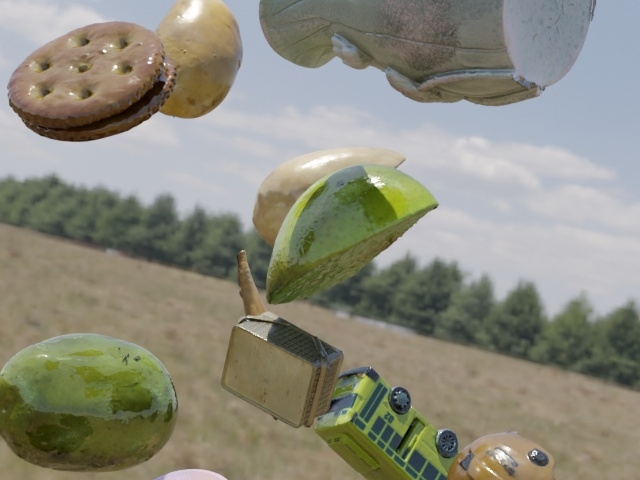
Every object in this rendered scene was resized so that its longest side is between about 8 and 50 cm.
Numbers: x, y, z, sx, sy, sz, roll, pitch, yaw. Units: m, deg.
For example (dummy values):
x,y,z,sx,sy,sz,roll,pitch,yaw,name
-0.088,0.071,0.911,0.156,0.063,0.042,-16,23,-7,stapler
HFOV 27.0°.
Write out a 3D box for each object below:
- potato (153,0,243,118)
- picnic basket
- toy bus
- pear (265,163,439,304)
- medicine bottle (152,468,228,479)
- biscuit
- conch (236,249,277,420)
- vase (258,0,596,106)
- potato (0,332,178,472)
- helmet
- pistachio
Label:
x,y,z,sx,sy,sz,roll,pitch,yaw,name
-0.202,-0.300,2.187,0.146,0.234,0.150,17,-30,14,potato
-0.056,0.186,1.931,0.164,0.115,0.079,27,26,26,picnic basket
0.119,0.356,2.356,0.262,0.150,0.128,43,-32,-15,toy bus
-0.001,-0.004,1.926,0.239,0.139,0.288,-34,-5,-33,pear
-0.151,0.427,1.669,0.152,0.254,0.152,-6,34,4,medicine bottle
-0.301,-0.208,1.749,0.220,0.220,0.066,12,-42,28,biscuit
-0.108,0.181,2.546,0.093,0.330,0.109,-4,1,13,conch
0.122,-0.305,1.731,0.445,0.250,0.250,12,-2,44,vase
-0.354,0.249,2.018,0.304,0.216,0.216,-2,9,-43,potato
0.273,0.403,2.072,0.130,0.198,0.224,0,29,-26,helmet
0.020,-0.072,2.418,0.299,0.188,0.187,-15,10,-23,pistachio
